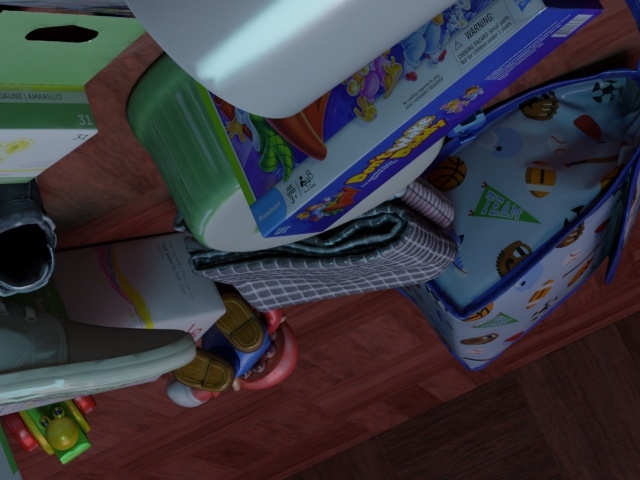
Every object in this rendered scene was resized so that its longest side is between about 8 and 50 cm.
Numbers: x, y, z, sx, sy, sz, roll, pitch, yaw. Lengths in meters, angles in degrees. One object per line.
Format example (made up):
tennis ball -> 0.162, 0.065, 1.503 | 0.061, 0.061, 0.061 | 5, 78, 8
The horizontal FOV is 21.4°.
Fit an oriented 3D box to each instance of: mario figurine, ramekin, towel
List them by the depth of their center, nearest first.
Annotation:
ramekin -> -0.024, -0.112, 1.668 | 0.303, 0.148, 0.303 | -22, 163, -7
towel -> 0.000, 0.000, 1.951 | 0.283, 0.121, 0.235 | -10, 171, 18
mario figurine -> -0.137, 0.128, 2.276 | 0.198, 0.170, 0.320 | -18, 175, 3

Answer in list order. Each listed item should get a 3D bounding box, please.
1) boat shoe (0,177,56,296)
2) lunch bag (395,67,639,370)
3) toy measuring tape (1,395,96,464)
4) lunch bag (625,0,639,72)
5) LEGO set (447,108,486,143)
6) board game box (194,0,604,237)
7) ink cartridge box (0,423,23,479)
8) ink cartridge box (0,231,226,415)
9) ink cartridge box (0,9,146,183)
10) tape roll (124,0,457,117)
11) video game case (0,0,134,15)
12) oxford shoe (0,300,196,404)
boat shoe -> -0.315, 0.008, 1.720 | 0.108, 0.102, 0.301 | -18, 162, -19
lunch bag -> 0.281, -0.037, 2.190 | 0.385, 0.239, 0.328 | -39, 164, -6
toy measuring tape -> -0.363, 0.199, 2.200 | 0.121, 0.121, 0.330 | -20, -165, -12
lunch bag -> 0.477, -0.244, 1.816 | 0.293, 0.221, 0.138 | -24, 163, 0
LEGO set -> 0.109, -0.128, 1.909 | 0.227, 0.087, 0.093 | -25, 163, 7
board game box -> 0.036, -0.187, 1.375 | 0.078, 0.233, 0.347 | -6, 156, -46
ink cartridge box -> -0.486, 0.379, 2.451 | 0.114, 0.198, 0.273 | -21, 163, -16
ink cartridge box -> -0.260, 0.097, 2.036 | 0.353, 0.119, 0.207 | -11, 158, -39
ink cartridge box -> -0.264, -0.117, 1.464 | 0.171, 0.056, 0.235 | -4, 161, -47
tape roll -> -0.024, -0.228, 1.149 | 0.169, 0.246, 0.246 | -33, 161, 28
video game case -> -0.143, -0.192, 1.310 | 0.201, 0.023, 0.183 | 5, -175, 40
oxford shoe -> -0.344, 0.112, 1.752 | 0.449, 0.130, 0.169 | -4, 172, -21
